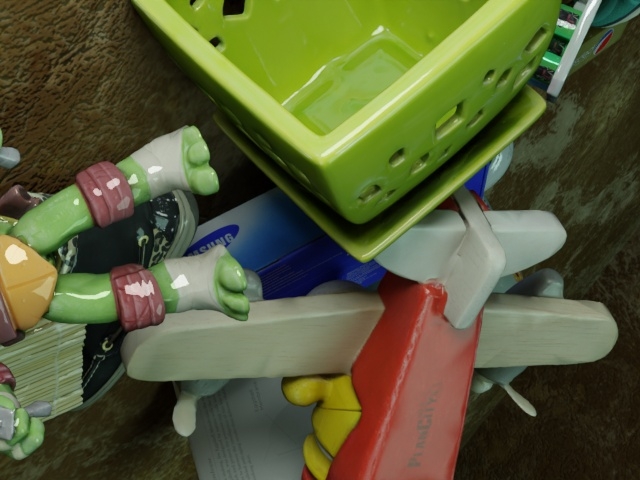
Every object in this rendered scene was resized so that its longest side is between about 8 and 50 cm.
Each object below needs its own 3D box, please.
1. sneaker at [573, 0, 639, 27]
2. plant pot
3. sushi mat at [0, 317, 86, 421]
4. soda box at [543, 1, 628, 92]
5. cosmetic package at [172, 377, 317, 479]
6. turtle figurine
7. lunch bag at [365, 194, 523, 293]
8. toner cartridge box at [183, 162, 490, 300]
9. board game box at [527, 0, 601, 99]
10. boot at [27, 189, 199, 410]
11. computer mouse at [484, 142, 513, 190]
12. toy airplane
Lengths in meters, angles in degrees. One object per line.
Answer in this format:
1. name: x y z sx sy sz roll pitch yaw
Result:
1. sneaker: 0.371 -0.348 1.573 0.110 0.107 0.275 -23 165 -29
2. plant pot: 0.031 -0.135 0.981 0.227 0.228 0.207 -40 150 -11
3. sushi mat: -0.320 0.148 0.984 0.316 0.019 0.151 -24 152 -25
4. soda box: 0.330 -0.265 1.721 0.181 0.061 0.058 -36 157 -35
5. cosmetic package: -0.017 0.220 1.471 0.225 0.224 0.138 -20 166 12
6. turtle figurine: -0.181 0.024 0.835 0.266 0.198 0.274 -18 157 -15
7. lunch bag: 0.127 0.013 1.553 0.108 0.224 0.279 -33 171 27
8. toner cartridge box: 0.000 0.000 1.314 0.348 0.075 0.165 -28 154 -14
9. board game box: 0.290 -0.325 1.290 0.390 0.050 0.390 -27 141 -79
10. boot: -0.214 0.048 1.066 0.178 0.085 0.236 -5 132 -58
11. computer mouse: 0.221 -0.078 1.852 0.106 0.042 0.193 -20 145 -54
12. toy airplane: 0.058 0.093 1.201 0.384 0.272 0.386 -41 124 -5
